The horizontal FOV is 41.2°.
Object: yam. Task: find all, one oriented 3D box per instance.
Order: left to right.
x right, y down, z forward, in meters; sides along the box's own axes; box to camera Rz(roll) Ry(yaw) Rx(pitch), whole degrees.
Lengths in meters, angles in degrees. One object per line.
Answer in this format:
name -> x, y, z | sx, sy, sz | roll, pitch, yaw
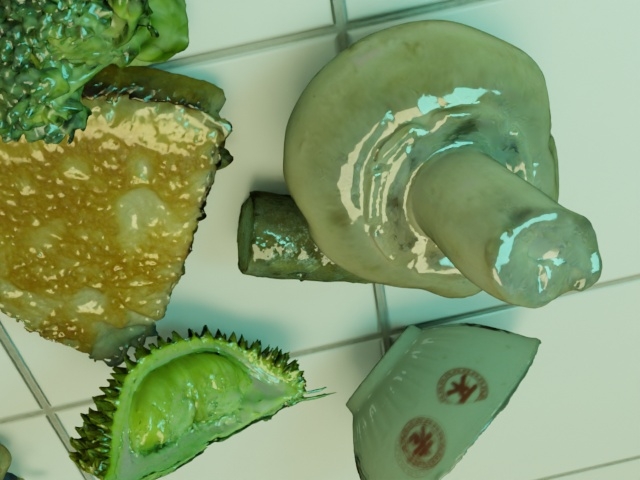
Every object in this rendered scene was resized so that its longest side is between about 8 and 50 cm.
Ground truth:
yam -> 0.000, 0.000, 1.029 | 0.194, 0.107, 0.107 | 6, 129, -18

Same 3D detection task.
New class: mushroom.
mushroom -> 0.134, -0.061, 0.848 | 0.314, 0.336, 0.314 | -9, 116, -20

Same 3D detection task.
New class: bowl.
bowl -> 0.138, 0.222, 1.184 | 0.157, 0.337, 0.337 | 39, 122, 10

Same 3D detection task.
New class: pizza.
pizza -> -0.274, -0.061, 0.935 | 0.392, 0.080, 0.435 | -38, 129, 21

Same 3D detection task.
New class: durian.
durian -> -0.172, 0.213, 1.092 | 0.352, 0.169, 0.158 | -15, 150, -45

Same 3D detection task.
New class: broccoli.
broccoli -> -0.221, -0.235, 0.746 | 0.288, 0.248, 0.245 | -38, 165, 8

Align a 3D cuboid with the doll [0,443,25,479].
doll -> -0.477, 0.339, 1.239 | 0.102, 0.089, 0.179 | 10, 160, 24
